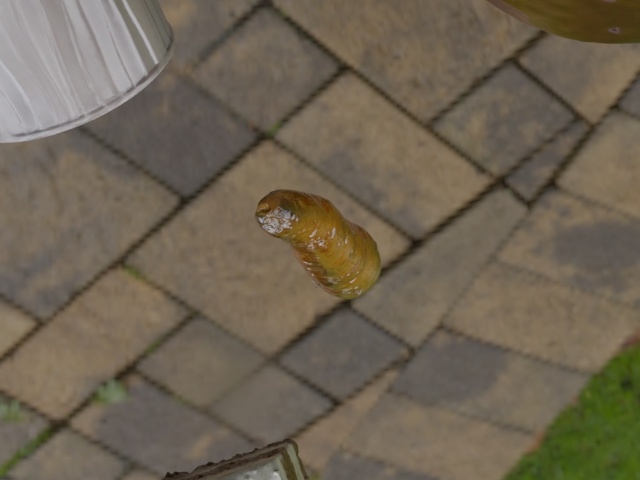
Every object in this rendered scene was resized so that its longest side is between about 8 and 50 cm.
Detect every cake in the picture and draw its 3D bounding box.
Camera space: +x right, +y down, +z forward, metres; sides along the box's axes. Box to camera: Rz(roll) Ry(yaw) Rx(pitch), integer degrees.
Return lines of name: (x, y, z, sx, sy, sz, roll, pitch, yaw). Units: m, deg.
cake: (-0.061, 0.234, 1.322, 0.134, 0.147, 0.135, -18, 86, -3)

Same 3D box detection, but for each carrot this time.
carrot: (0.000, 0.000, 0.995, 0.047, 0.047, 0.191, -18, 165, 9)

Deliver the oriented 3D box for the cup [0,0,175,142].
cup: (-0.291, -0.251, 1.470, 0.208, 0.288, 0.273, -41, 130, -26)

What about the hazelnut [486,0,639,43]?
hazelnut: (0.250, -0.314, 1.290, 0.353, 0.421, 0.421, -51, 125, -9)
